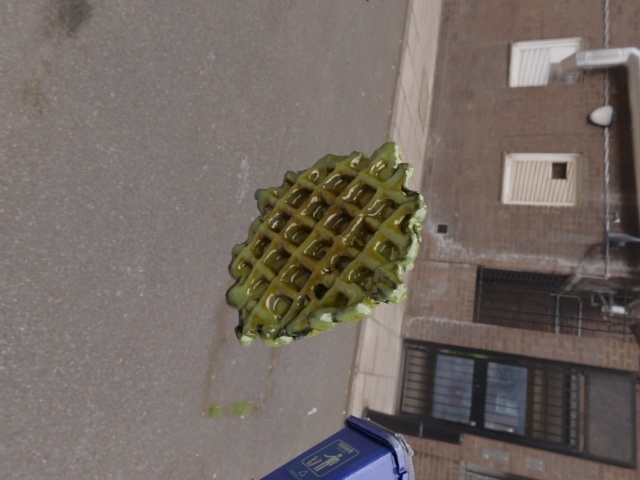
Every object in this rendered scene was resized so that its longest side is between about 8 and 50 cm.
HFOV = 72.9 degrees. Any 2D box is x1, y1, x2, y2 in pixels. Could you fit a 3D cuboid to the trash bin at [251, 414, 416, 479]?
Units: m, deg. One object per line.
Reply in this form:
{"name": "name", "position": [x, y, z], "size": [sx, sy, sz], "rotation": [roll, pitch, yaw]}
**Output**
{"name": "trash bin", "position": [0.028, 0.410, 0.682], "size": [0.235, 0.163, 0.183], "rotation": [-12, 91, -29]}

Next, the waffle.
{"name": "waffle", "position": [0.000, 0.000, 0.607], "size": [0.073, 0.318, 0.296], "rotation": [44, 38, -44]}
